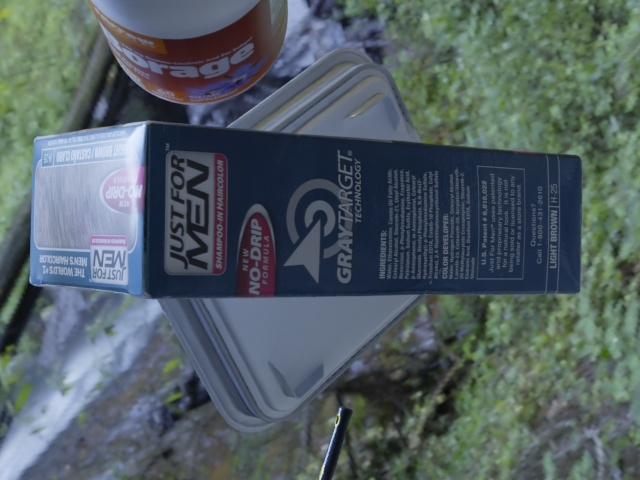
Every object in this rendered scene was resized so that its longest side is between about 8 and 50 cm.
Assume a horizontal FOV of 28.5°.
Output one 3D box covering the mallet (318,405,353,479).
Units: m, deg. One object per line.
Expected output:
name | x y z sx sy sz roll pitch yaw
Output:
mallet | -0.006 0.263 1.291 0.062 0.039 0.190 -6 67 61

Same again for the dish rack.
dish rack | 0.000 0.000 1.217 0.072 0.333 0.286 9 131 50

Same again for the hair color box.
hair color box | -0.003 -0.016 0.861 0.174 0.347 0.105 1 90 55

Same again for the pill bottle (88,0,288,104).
pill bottle | -0.080 -0.162 0.727 0.121 0.121 0.216 62 176 8
